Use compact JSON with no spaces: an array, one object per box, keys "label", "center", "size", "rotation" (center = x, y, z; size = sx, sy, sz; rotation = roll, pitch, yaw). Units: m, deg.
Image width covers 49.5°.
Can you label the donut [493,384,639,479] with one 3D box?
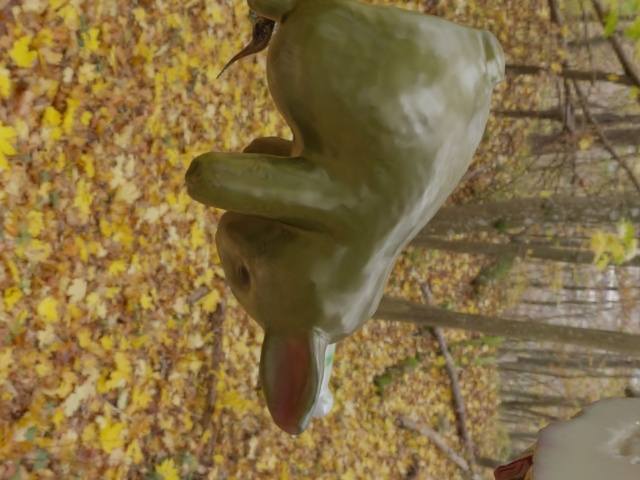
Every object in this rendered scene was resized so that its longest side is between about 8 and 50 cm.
[{"label":"donut","center":[0.250,0.189,0.290],"size":[0.383,0.383,0.142],"rotation":[-17,114,-61]}]

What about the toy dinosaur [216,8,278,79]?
[{"label":"toy dinosaur","center":[-0.065,-0.246,0.790],"size":[0.037,0.180,0.058],"rotation":[16,60,-26]}]

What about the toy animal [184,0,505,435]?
[{"label":"toy animal","center":[-0.013,-0.015,0.533],"size":[0.362,0.181,0.181],"rotation":[-63,172,15]}]
